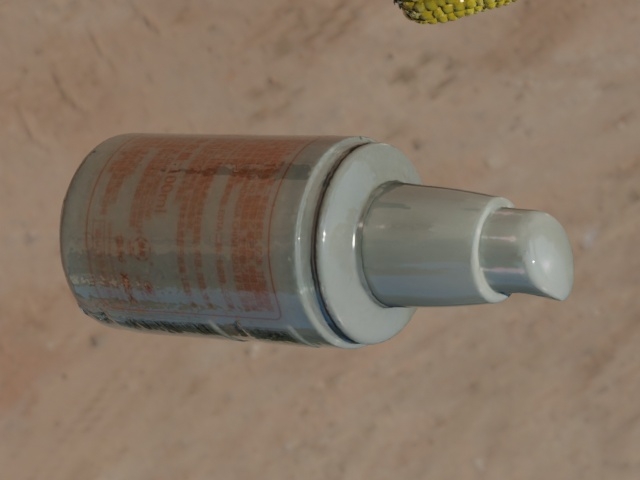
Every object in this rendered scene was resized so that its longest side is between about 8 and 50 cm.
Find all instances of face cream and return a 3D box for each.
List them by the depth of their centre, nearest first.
[{"bbox_3d":[0.000,0.000,0.860,0.251,0.101,0.101,2,172,36],"label":"face cream"}]

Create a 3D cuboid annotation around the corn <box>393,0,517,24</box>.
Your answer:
[{"bbox_3d":[0.137,-0.187,1.144,0.203,0.072,0.072,-15,153,7],"label":"corn"}]
